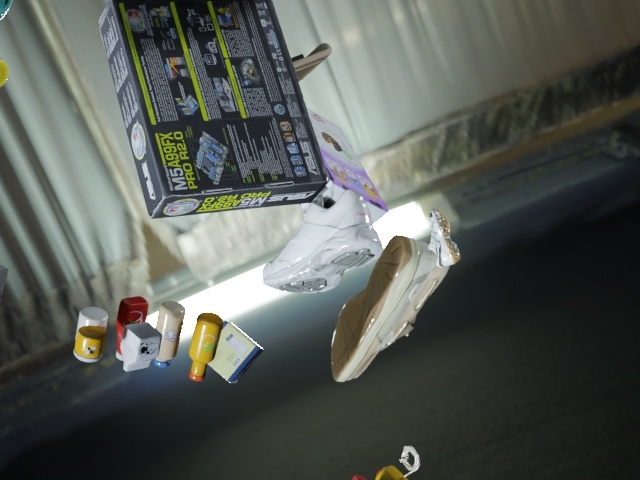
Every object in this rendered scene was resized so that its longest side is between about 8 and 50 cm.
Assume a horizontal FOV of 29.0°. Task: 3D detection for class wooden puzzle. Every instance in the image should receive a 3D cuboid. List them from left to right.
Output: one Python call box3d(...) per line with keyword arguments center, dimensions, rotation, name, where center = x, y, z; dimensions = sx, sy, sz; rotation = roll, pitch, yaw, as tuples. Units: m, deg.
box3d(center=(-0.106, -0.220, 1.936), dimensions=(0.221, 0.044, 0.239), rotation=(-38, -178, 34), name="wooden puzzle")

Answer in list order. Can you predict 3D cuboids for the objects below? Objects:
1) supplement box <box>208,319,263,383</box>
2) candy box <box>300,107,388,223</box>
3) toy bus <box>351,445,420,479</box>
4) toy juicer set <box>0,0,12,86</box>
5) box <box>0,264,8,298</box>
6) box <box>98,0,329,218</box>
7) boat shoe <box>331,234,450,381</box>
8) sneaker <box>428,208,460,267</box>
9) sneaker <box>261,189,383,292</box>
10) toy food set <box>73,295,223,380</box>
box3d(center=(-0.164, 0.203, 2.255), dimensions=(0.083, 0.083, 0.056), rotation=(-50, 170, -2), name="supplement box")
box3d(center=(0.002, -0.119, 1.969), dimensions=(0.070, 0.165, 0.196), rotation=(-40, -123, 18), name="candy box")
box3d(center=(0.096, 0.472, 2.111), dimensions=(0.104, 0.202, 0.191), rotation=(-10, 169, -39), name="toy bus")
box3d(center=(-0.584, -0.414, 2.027), dimensions=(0.089, 0.329, 0.209), rotation=(21, -167, 28), name="toy juicer set")
box3d(center=(-0.526, 0.182, 1.773), dimensions=(0.067, 0.063, 0.324), rotation=(-13, -121, 44), name="box")
box3d(center=(-0.129, -0.167, 1.485), dimensions=(0.216, 0.270, 0.060), rotation=(-8, 159, -28), name="box")
box3d(center=(0.104, 0.117, 1.918), dimensions=(0.098, 0.302, 0.109), rotation=(13, -141, -20), name="boat shoe")
box3d(center=(0.159, -0.002, 1.681), dimensions=(0.037, 0.083, 0.032), rotation=(-32, 152, 32), name="sneaker")
box3d(center=(0.000, 0.000, 1.708), dimensions=(0.090, 0.115, 0.232), rotation=(13, 152, -38), name="sneaker")
box3d(center=(-0.261, 0.152, 1.766), dimensions=(0.232, 0.104, 0.111), rotation=(-8, -149, -43), name="toy food set")
